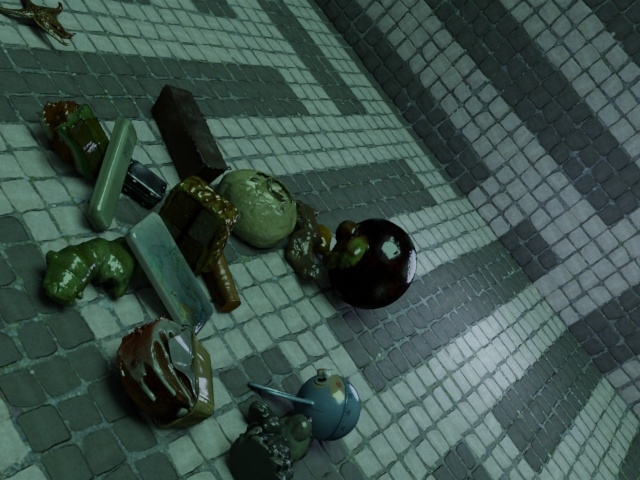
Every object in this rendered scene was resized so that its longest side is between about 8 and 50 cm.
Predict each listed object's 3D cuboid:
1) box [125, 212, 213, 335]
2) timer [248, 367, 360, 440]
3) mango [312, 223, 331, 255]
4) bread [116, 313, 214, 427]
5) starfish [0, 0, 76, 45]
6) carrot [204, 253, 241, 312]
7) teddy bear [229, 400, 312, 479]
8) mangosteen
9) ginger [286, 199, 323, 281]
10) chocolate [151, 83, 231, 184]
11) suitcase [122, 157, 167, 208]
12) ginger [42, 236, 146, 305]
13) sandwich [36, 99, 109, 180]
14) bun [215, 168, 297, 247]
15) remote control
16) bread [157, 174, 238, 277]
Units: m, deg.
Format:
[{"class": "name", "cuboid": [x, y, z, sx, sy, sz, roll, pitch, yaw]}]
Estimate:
[{"class": "box", "cuboid": [-0.343, 0.080, 1.773, 0.285, 0.044, 0.142, 62, 21, -14]}, {"class": "timer", "cuboid": [-0.017, 0.362, 1.821, 0.255, 0.175, 0.175, 44, 29, -16]}, {"class": "mango", "cuboid": [0.000, 0.000, 2.387, 0.080, 0.060, 0.114, 18, 47, -35]}, {"class": "bread", "cuboid": [-0.316, 0.270, 1.579, 0.212, 0.142, 0.224, 41, 26, -42]}, {"class": "starfish", "cuboid": [-0.770, -0.612, 2.105, 0.238, 0.057, 0.213, 4, 44, -52]}, {"class": "carrot", "cuboid": [-0.263, 0.074, 1.946, 0.067, 0.067, 0.225, 9, 49, -48]}, {"class": "teddy bear", "cuboid": [-0.098, 0.424, 1.666, 0.171, 0.144, 0.251, 42, 27, 3]}, {"class": "mangosteen", "cuboid": [0.141, 0.063, 2.281, 0.288, 0.288, 0.288, 33, 32, -24]}, {"class": "ginger", "cuboid": [-0.045, 0.005, 2.290, 0.122, 0.084, 0.290, 37, 38, -39]}, {"class": "chocolate", "cuboid": [-0.376, -0.287, 2.185, 0.112, 0.112, 0.321, 8, 47, -51]}, {"class": "suitcase", "cuboid": [-0.454, -0.143, 1.960, 0.126, 0.059, 0.086, 39, 31, -20]}, {"class": "ginger", "cuboid": [-0.477, 0.061, 1.659, 0.290, 0.089, 0.137, -6, 85, -62]}, {"class": "sandwich", "cuboid": [-0.591, -0.236, 1.844, 0.185, 0.160, 0.109, 78, 31, -41]}, {"class": "bun", "cuboid": [-0.172, -0.108, 2.200, 0.259, 0.152, 0.259, 35, 32, -26]}, {"class": "remote control", "cuboid": [-0.492, -0.162, 1.843, 0.090, 0.038, 0.309, 80, 14, -57]}, {"class": "bread", "cuboid": [-0.303, -0.030, 1.849, 0.181, 0.222, 0.096, 34, 27, 3]}]
